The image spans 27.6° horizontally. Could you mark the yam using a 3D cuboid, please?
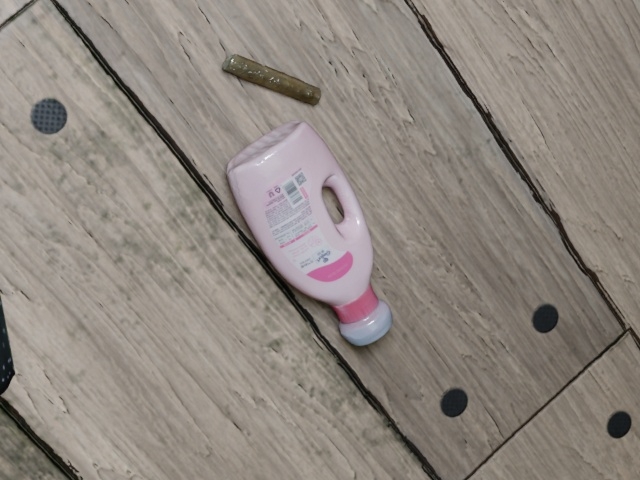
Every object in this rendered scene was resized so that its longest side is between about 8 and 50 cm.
[{"bbox_3d":[-0.066,-0.223,1.806,0.145,0.032,0.032,19,94,-25],"label":"yam"}]

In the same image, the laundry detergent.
[{"bbox_3d":[0.000,0.000,1.854,0.159,0.088,0.335,-36,113,-12],"label":"laundry detergent"}]

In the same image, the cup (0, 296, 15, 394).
[{"bbox_3d":[-0.489,0.104,1.653,0.177,0.169,0.223,-13,72,-12],"label":"cup"}]
